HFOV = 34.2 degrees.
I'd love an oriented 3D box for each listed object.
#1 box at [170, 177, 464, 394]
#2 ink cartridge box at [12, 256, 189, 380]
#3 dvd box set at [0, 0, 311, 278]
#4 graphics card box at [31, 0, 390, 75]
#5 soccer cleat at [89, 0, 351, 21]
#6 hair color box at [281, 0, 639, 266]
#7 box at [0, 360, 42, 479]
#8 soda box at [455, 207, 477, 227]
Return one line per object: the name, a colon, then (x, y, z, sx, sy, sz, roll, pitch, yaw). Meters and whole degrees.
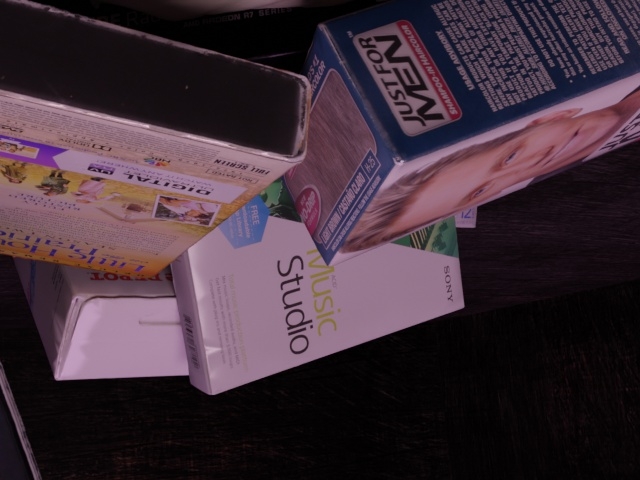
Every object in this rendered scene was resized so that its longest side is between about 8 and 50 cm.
box: (0.000, 0.000, 1.070, 0.322, 0.232, 0.058, -17, -164, -30)
ink cartridge box: (-0.219, 0.020, 1.147, 0.201, 0.278, 0.117, 2, 125, -32)
dvd box set: (-0.220, -0.060, 0.760, 0.307, 0.062, 0.420, 12, 164, -18)
graphics card box: (-0.086, -0.141, 0.844, 0.370, 0.094, 0.233, -6, 169, 12)
soccer cleat: (-0.064, -0.181, 0.697, 0.196, 0.068, 0.076, 4, 150, -6)
hair color box: (0.150, -0.111, 0.719, 0.347, 0.105, 0.174, -21, 165, -21)
box: (-0.469, 0.238, 0.810, 0.479, 0.472, 0.297, -5, -161, 35)
soda box: (0.048, -0.066, 1.251, 0.286, 0.091, 0.098, 0, -171, -24)
